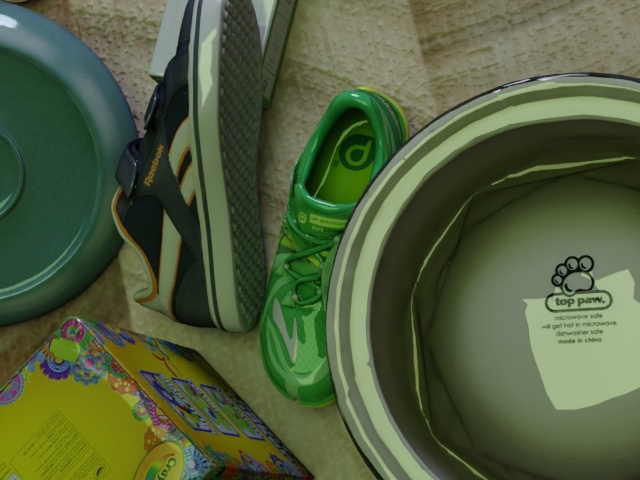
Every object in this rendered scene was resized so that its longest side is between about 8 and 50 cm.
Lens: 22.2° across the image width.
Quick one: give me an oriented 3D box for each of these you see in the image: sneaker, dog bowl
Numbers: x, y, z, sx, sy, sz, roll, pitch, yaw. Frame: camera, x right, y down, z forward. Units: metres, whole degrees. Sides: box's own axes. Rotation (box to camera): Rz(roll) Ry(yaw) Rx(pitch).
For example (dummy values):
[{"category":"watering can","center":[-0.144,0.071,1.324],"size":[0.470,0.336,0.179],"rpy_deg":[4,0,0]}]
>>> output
[{"category":"sneaker","center":[-0.123,-0.075,1.469],"size":[0.127,0.126,0.321],"rpy_deg":[5,103,19]},{"category":"dog bowl","center":[0.218,0.074,1.371],"size":[0.408,0.150,0.408],"rpy_deg":[-3,80,16]},{"category":"sneaker","center":[0.000,0.000,1.458],"size":[0.109,0.123,0.296],"rpy_deg":[10,84,17]}]

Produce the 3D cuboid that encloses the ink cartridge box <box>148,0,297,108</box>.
[{"category":"ink cartridge box","center":[-0.081,-0.239,1.553],"size":[0.109,0.062,0.209],"rpy_deg":[12,85,16]}]

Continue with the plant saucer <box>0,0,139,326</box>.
[{"category":"plant saucer","center":[-0.327,-0.066,1.526],"size":[0.317,0.044,0.318],"rpy_deg":[-1,102,-4]}]

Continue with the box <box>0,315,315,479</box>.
[{"category":"box","center":[-0.196,0.239,1.393],"size":[0.177,0.279,0.290],"rpy_deg":[44,95,18]}]
